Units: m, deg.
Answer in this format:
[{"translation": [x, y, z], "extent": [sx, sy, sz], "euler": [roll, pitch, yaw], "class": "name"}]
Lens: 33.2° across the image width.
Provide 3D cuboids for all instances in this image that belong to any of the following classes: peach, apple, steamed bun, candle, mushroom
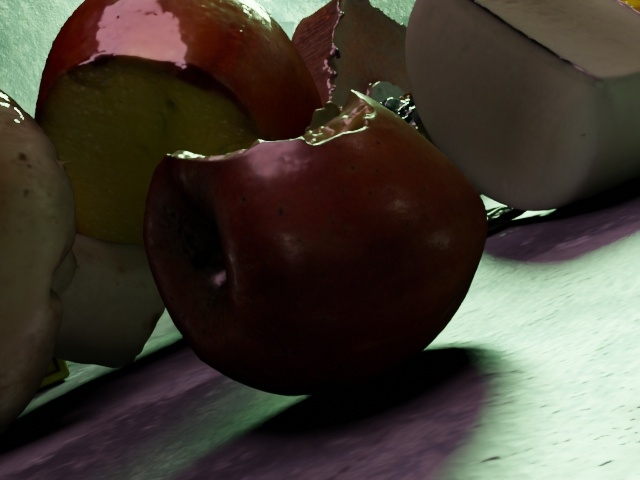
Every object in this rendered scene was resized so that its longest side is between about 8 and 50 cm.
[{"translation": [-0.120, -0.093, 0.945], "extent": [0.281, 0.281, 0.338], "euler": [-21, 2, 1], "class": "peach"}, {"translation": [0.006, 0.004, 0.543], "extent": [0.158, 0.147, 0.156], "euler": [-12, -34, -34], "class": "apple"}, {"translation": [0.185, -0.127, 0.917], "extent": [0.146, 0.164, 0.242], "euler": [-19, 44, -29], "class": "steamed bun"}, {"translation": [0.052, -0.145, 1.275], "extent": [0.131, 0.287, 0.317], "euler": [-23, 5, 38], "class": "candle"}, {"translation": [-0.255, 0.017, 0.850], "extent": [0.290, 0.292, 0.292], "euler": [5, -14, -41], "class": "mushroom"}]

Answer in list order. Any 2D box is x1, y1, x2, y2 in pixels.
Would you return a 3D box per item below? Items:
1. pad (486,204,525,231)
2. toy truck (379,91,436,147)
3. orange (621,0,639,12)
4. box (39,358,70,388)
[{"translation": [0.058, 0.015, 0.946], "extent": [0.233, 0.022, 0.174], "euler": [-22, 3, -31], "class": "pad"}, {"translation": [0.090, -0.065, 1.017], "extent": [0.080, 0.115, 0.177], "euler": [-15, 28, 44], "class": "toy truck"}, {"translation": [0.416, -0.231, 1.362], "extent": [0.178, 0.155, 0.177], "euler": [13, 23, -6], "class": "orange"}, {"translation": [-0.339, 0.053, 0.990], "extent": [0.141, 0.220, 0.064], "euler": [-24, 5, -22], "class": "box"}]
